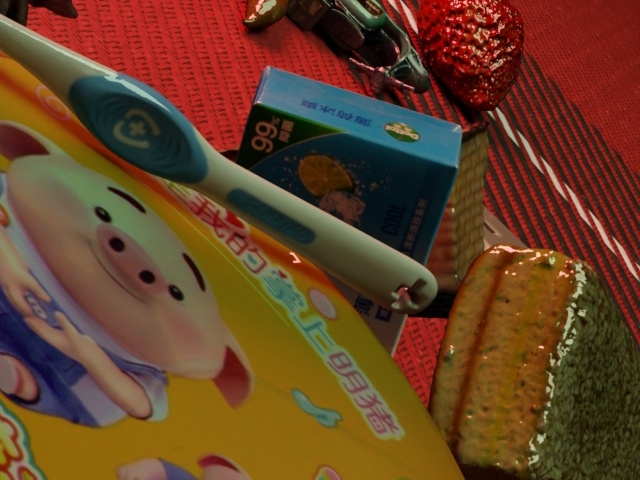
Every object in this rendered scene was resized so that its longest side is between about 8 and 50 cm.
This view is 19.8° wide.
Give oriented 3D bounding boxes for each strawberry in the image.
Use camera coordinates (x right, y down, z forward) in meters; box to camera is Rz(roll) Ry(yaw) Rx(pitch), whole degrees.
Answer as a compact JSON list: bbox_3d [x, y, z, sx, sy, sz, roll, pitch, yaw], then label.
[{"bbox_3d":[0.171,-0.220,2.065,0.131,0.131,0.148,-7,100,-63],"label":"strawberry"}]

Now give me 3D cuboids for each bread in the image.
[{"bbox_3d":[0.158,0.130,1.314,0.234,0.110,0.184,56,47,-50],"label":"bread"}]

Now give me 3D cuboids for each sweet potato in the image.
[{"bbox_3d":[-0.049,-0.278,1.826,0.067,0.067,0.274,38,29,-21],"label":"sweet potato"}]

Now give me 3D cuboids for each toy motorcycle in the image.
[{"bbox_3d":[0.044,-0.206,1.877,0.173,0.058,0.100,43,30,-7],"label":"toy motorcycle"}]

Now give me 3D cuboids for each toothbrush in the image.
[{"bbox_3d":[-0.080,-0.052,0.867,0.386,0.040,0.040,31,27,-36],"label":"toothbrush"}]

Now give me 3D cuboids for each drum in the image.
[{"bbox_3d":[-0.128,0.132,0.808,0.431,0.214,0.431,39,25,-21],"label":"drum"}]

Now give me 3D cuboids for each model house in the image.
[{"bbox_3d":[0.035,0.003,1.377,0.166,0.182,0.172,-24,111,-69],"label":"model house"}]

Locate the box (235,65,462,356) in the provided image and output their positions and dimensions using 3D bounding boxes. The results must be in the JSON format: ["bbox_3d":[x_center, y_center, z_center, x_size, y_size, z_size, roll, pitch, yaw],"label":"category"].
[{"bbox_3d":[0.000,-0.001,1.223,0.139,0.194,0.073,17,27,-1],"label":"box"}]

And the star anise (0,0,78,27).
[{"bbox_3d":[-0.253,-0.216,1.284,0.212,0.129,0.283,44,27,5],"label":"star anise"}]

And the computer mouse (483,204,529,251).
[{"bbox_3d":[0.135,0.000,1.695,0.182,0.056,0.089,47,19,22],"label":"computer mouse"}]
